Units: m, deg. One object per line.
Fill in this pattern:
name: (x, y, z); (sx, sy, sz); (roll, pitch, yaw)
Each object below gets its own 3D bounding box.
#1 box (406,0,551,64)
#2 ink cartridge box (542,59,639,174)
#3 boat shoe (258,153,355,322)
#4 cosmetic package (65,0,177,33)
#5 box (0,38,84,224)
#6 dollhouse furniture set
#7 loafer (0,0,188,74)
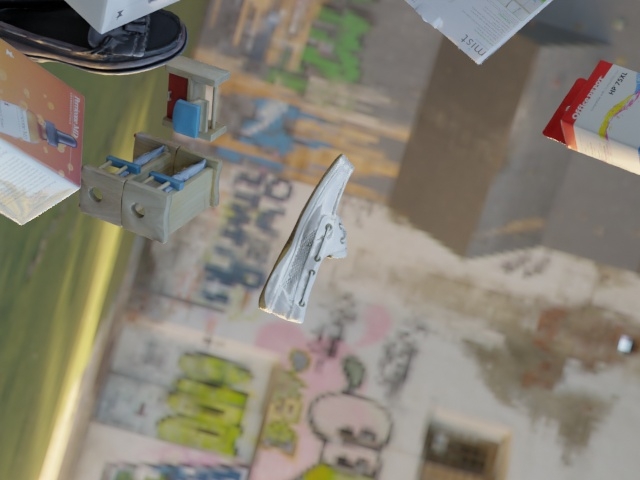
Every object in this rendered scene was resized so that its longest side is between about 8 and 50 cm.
box: (0.259, -0.472, 2.538); (0.231, 0.262, 0.126); (-42, -161, 33)
ink cartridge box: (0.476, -0.196, 2.366); (0.134, 0.231, 0.078); (-55, 150, -19)
boat shoe: (0.000, 0.000, 2.359); (0.277, 0.096, 0.098); (-64, 179, 1)
cosmetic package: (-0.115, -0.425, 1.704); (0.377, 0.097, 0.284); (-32, 158, -36)
box: (-0.329, -0.120, 1.496); (0.091, 0.170, 0.130); (-29, -133, 28)
dollhouse furniture set: (-0.203, -0.120, 1.814); (0.129, 0.129, 0.183); (-40, 144, -53)
loafer: (-0.348, -0.308, 2.177); (0.095, 0.303, 0.109); (87, 6, -74)
